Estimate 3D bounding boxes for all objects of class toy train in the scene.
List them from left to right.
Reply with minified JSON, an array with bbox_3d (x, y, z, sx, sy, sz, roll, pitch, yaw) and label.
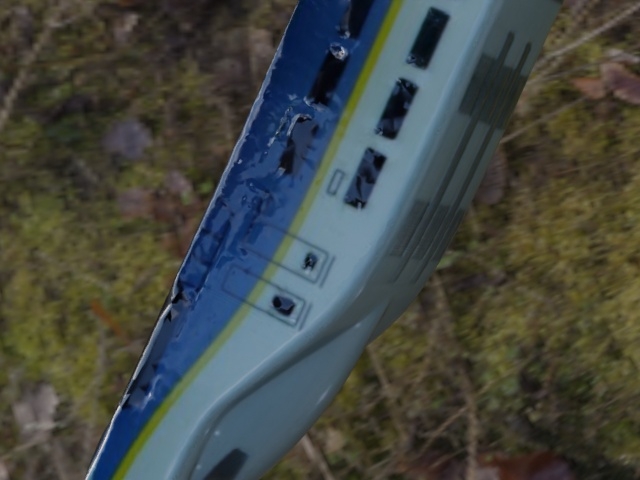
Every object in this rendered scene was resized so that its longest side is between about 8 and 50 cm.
[{"bbox_3d":[0.000,0.000,0.420,0.051,0.052,0.233,27,97,22],"label":"toy train"}]
